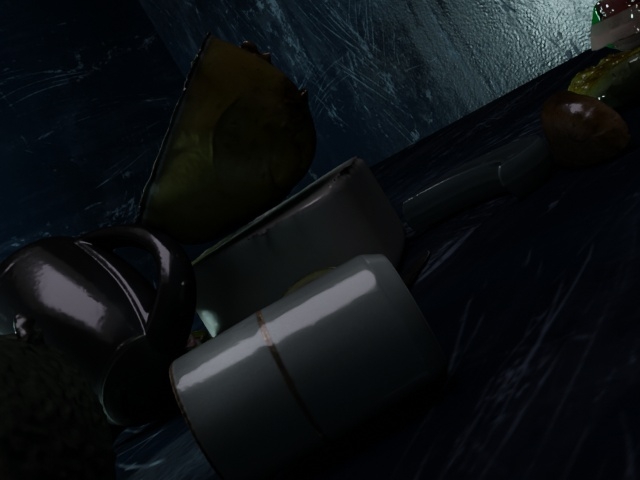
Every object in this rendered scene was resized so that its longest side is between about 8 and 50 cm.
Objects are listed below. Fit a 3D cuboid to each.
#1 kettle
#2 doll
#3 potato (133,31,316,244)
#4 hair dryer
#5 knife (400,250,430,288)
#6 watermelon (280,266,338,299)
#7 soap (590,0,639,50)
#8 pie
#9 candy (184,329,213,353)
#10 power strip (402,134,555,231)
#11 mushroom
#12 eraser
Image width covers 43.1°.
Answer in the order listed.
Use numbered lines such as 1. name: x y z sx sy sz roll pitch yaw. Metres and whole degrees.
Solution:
1. kettle: -0.273 0.103 1.038 0.290 0.207 0.268 22 90 43
2. doll: -0.267 0.180 0.595 0.247 0.247 0.349 -31 9 -3
3. potato: -0.123 -0.104 1.104 0.246 0.196 0.300 -78 15 -54
4. hair dryer: -0.008 0.091 0.696 0.173 0.108 0.357 -28 -1 -1
5. knife: 0.106 0.037 0.935 0.023 0.010 0.170 -22 7 25
6. watermelon: 0.000 0.069 0.907 0.163 0.069 0.087 -30 4 25
7. soap: 0.533 -0.379 1.144 0.273 0.098 0.218 -34 11 -15
8. pie: 0.540 -0.295 1.239 0.371 0.078 0.296 -29 5 30
9. candy: -0.178 0.163 1.162 0.062 0.058 0.194 -4 -9 -12
10. power strip: 0.224 -0.081 1.131 0.167 0.054 0.253 -31 5 -30
11. mushroom: 0.316 -0.141 1.008 0.072 0.094 0.210 -27 10 7
12. eraser: 0.000 0.000 1.134 0.331 0.150 0.331 -33 7 5
